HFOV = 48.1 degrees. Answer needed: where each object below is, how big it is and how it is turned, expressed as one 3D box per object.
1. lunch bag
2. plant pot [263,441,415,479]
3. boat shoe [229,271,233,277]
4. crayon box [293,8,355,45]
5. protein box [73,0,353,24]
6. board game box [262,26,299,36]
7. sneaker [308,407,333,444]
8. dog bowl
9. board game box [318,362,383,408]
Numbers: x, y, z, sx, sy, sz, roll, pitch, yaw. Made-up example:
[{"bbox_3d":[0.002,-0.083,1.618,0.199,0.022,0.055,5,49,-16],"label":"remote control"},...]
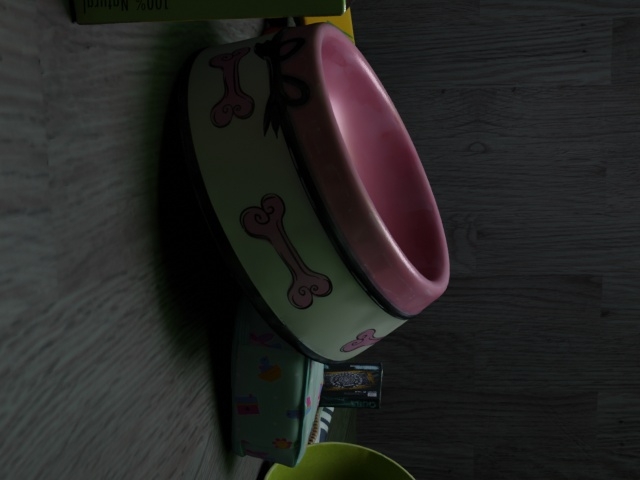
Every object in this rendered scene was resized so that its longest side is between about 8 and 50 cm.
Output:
[{"bbox_3d":[-0.050,0.150,0.980,0.224,0.108,0.279,-75,171,-61],"label":"lunch bag"},{"bbox_3d":[0.015,0.535,1.170,0.274,0.275,0.293,-76,178,-63],"label":"plant pot"},{"bbox_3d":[-0.104,0.002,0.958,0.035,0.035,0.100,-59,149,-77],"label":"boat shoe"},{"bbox_3d":[-0.014,-0.430,1.237,0.323,0.083,0.203,69,1,-72],"label":"crayon box"},{"bbox_3d":[-0.076,-0.272,0.527,0.136,0.200,0.201,-73,162,-66],"label":"protein box"},{"bbox_3d":[-0.062,-0.157,1.177,0.242,0.064,0.316,-80,168,-55],"label":"board game box"},{"bbox_3d":[-0.015,0.365,1.395,0.282,0.099,0.153,-64,149,-59],"label":"sneaker"},{"bbox_3d":[0.017,-0.070,0.844,0.408,0.150,0.408,51,26,-37],"label":"dog bowl"},{"bbox_3d":[0.024,0.272,1.362,0.126,0.186,0.026,-70,159,-67],"label":"board game box"}]
